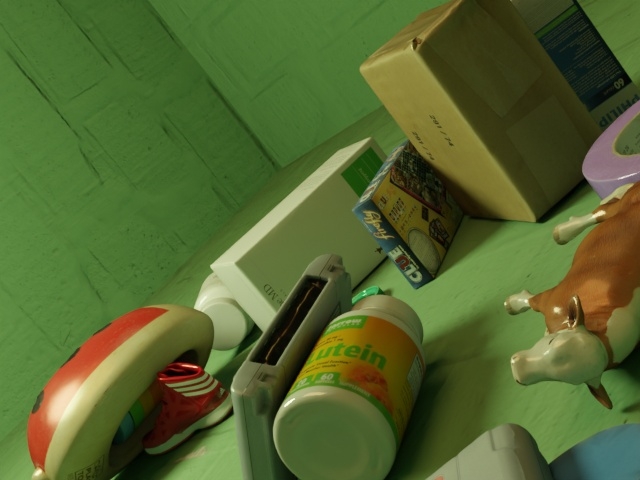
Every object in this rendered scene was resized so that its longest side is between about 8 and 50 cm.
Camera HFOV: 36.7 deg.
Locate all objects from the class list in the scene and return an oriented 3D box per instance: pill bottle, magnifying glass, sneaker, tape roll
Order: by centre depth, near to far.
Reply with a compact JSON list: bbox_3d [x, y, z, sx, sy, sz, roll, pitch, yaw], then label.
[{"bbox_3d":[0.445,-0.122,1.115,0.274,0.090,0.275,-37,10,8],"label":"tape roll"},{"bbox_3d":[0.046,0.165,1.122,0.136,0.136,0.246,-33,12,30],"label":"pill bottle"},{"bbox_3d":[0.033,0.147,1.545,0.092,0.026,0.231,-28,16,45],"label":"magnifying glass"},{"bbox_3d":[-0.256,0.281,1.673,0.221,0.128,0.087,-34,12,26],"label":"sneaker"},{"bbox_3d":[-0.198,0.147,2.023,0.131,0.131,0.229,-38,11,7],"label":"pill bottle"}]

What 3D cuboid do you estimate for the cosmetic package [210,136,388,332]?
[{"bbox_3d":[0.000,0.000,1.803,0.365,0.197,0.155,-45,13,-21],"label":"cosmetic package"}]

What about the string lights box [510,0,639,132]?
[{"bbox_3d":[0.383,-0.287,1.529,0.133,0.260,0.077,-36,12,13],"label":"string lights box"}]

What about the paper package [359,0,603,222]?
[{"bbox_3d":[0.243,-0.205,1.485,0.168,0.325,0.309,-41,11,-7],"label":"paper package"}]

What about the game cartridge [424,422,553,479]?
[{"bbox_3d":[0.062,0.275,0.757,0.294,0.060,0.196,-42,8,10],"label":"game cartridge"}]

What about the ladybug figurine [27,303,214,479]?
[{"bbox_3d":[-0.367,0.270,1.733,0.449,0.161,0.305,-45,-22,-46],"label":"ladybug figurine"}]

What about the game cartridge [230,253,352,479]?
[{"bbox_3d":[-0.027,0.175,1.209,0.062,0.198,0.297,11,34,17],"label":"game cartridge"}]

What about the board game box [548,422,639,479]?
[{"bbox_3d":[0.198,0.210,0.728,0.168,0.033,0.133,-44,4,-30],"label":"board game box"}]

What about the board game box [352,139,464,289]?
[{"bbox_3d":[0.151,-0.050,1.584,0.042,0.165,0.243,-32,12,33],"label":"board game box"}]

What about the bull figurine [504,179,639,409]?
[{"bbox_3d":[0.276,0.046,0.947,0.310,0.101,0.188,-44,10,-23],"label":"bull figurine"}]
